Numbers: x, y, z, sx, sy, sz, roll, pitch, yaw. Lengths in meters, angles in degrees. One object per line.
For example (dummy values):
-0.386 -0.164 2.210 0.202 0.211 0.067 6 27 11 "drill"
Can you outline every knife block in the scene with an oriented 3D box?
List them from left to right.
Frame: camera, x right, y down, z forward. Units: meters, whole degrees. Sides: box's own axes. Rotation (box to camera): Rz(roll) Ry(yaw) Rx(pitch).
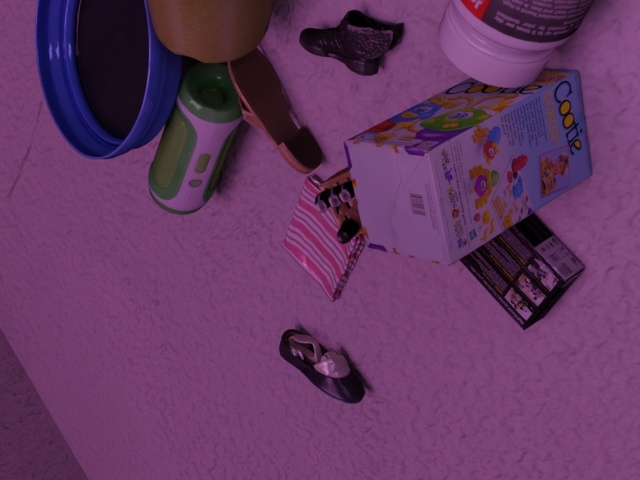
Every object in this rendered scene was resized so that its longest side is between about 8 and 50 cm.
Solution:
0.046 -0.056 1.643 0.275 0.242 0.088 -19 97 55 "knife block"

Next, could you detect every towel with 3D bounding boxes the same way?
0.000 0.000 1.929 0.144 0.029 0.197 48 143 20 "towel"

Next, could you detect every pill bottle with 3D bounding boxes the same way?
0.239 -0.315 1.287 0.161 0.161 0.283 47 143 20 "pill bottle"

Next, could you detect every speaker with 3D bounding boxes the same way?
-0.215 -0.171 2.000 0.131 0.131 0.296 50 144 16 "speaker"

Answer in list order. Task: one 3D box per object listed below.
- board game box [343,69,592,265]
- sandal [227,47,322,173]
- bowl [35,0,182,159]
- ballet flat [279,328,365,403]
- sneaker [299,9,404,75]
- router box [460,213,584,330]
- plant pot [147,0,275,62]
0.184 -0.099 1.407 0.142 0.275 0.144 13 123 48 "board game box"
-0.094 -0.201 1.858 0.240 0.088 0.079 56 139 -1 "sandal"
-0.360 -0.334 1.961 0.391 0.077 0.391 11 105 49 "bowl"
-0.001 0.215 2.047 0.203 0.074 0.074 31 136 39 "ballet flat"
0.041 -0.295 1.656 0.170 0.051 0.089 31 135 29 "sneaker"
0.260 0.018 1.594 0.179 0.046 0.133 50 144 17 "router box"
-0.158 -0.405 1.679 0.276 0.276 0.254 45 154 22 "plant pot"
